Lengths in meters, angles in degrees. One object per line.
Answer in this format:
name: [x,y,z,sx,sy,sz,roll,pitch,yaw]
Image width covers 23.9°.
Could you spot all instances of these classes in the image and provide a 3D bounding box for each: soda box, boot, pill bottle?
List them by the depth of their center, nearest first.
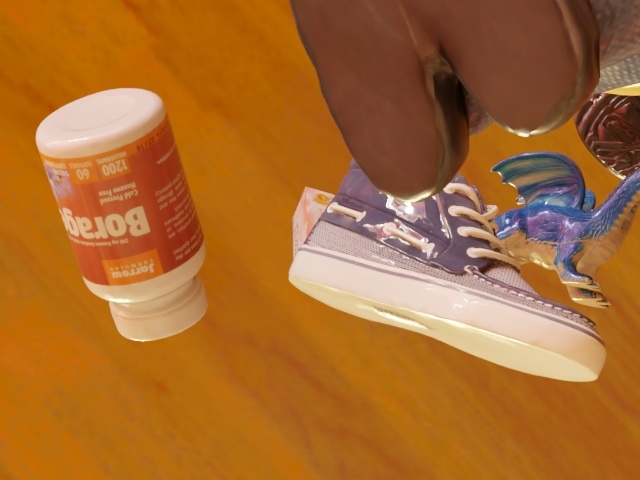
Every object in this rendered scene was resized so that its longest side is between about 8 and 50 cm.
boot: [0.071,0.006,0.768,0.190,0.069,0.086,17,76,37]
pill bottle: [-0.175,-0.021,1.398,0.121,0.121,0.216,-9,117,12]
boot: [0.376,-0.060,1.621,0.246,0.207,0.094,36,84,15]
soda box: [0.000,0.000,2.007,0.063,0.183,0.058,17,118,-10]

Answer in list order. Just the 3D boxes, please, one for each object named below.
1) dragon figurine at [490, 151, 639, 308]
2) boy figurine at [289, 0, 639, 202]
dragon figurine: [0.198,-0.024,1.358,0.289,0.085,0.144,4,71,27]
boy figurine: [0.136,-0.097,0.463,0.177,0.285,0.092,-30,84,57]
